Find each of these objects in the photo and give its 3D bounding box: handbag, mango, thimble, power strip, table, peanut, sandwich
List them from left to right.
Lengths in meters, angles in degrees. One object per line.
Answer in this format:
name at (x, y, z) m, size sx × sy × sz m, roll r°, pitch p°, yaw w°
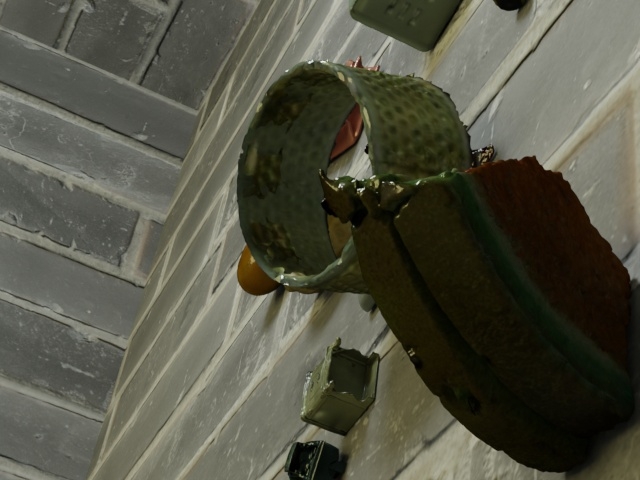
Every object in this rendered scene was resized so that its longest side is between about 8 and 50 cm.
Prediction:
mango at (-0.077, 0.014, 2.217) m, size 0.184 × 0.084 × 0.102 m, roll -55°, pitch 17°, yaw 25°
peanut at (0.000, 0.000, 1.910) m, size 0.103 × 0.098 × 0.229 m, roll -18°, pitch -31°, yaw -48°
handbag at (0.027, -0.218, 2.242) m, size 0.212 × 0.059 × 0.157 m, roll 152°, pitch 138°, yaw -71°
table at (0.023, 0.175, 1.591) m, size 0.083 × 0.062 × 0.079 m, roll -55°, pitch 19°, yaw 42°
thimble at (0.033, -0.066, 1.528) m, size 0.270 × 0.150 × 0.271 m, roll -9°, pitch 78°, yaw 51°
power strip at (0.130, -0.407, 1.965) m, size 0.224 × 0.139 × 0.140 m, roll -87°, pitch 23°, yaw -55°
sandwich at (0.149, 0.038, 1.012) m, size 0.109 × 0.292 × 0.212 m, roll -26°, pitch 0°, yaw 44°

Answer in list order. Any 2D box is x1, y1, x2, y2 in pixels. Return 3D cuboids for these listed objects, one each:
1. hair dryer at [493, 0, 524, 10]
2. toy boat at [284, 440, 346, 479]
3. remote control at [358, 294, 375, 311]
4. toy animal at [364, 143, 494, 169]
hair dryer at (0.249, -0.412, 1.660) m, size 0.135 × 0.090 × 0.279 m, roll 135°, pitch 148°, yaw -54°
toy boat at (-0.016, 0.271, 1.606) m, size 0.141 × 0.060 × 0.055 m, roll 146°, pitch 143°, yaw -72°
remote control at (0.093, 0.011, 1.662) m, size 0.184 × 0.027 × 0.050 m, roll -58°, pitch 16°, yaw 31°
toy animal at (0.132, -0.085, 1.564) m, size 0.202 × 0.070 × 0.105 m, roll -8°, pitch 93°, yaw 53°
